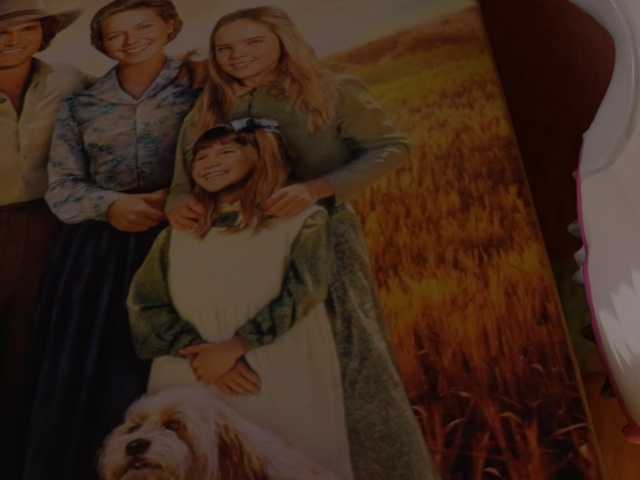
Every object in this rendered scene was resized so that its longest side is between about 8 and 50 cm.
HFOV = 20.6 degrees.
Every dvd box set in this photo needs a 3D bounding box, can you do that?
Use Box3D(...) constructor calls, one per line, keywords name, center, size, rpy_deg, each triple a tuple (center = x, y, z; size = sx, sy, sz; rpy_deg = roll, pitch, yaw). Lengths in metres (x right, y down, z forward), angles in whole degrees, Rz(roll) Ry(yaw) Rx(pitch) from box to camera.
Box3D(name="dvd box set", center=(-0.082, -0.023, 0.632), size=(0.308, 0.062, 0.420), rpy_deg=(-10, 42, 4))

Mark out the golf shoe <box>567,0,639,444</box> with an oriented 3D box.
Box3D(name="golf shoe", center=(0.145, -0.081, 0.553), size=(0.140, 0.115, 0.306), rpy_deg=(-22, 68, 38))
